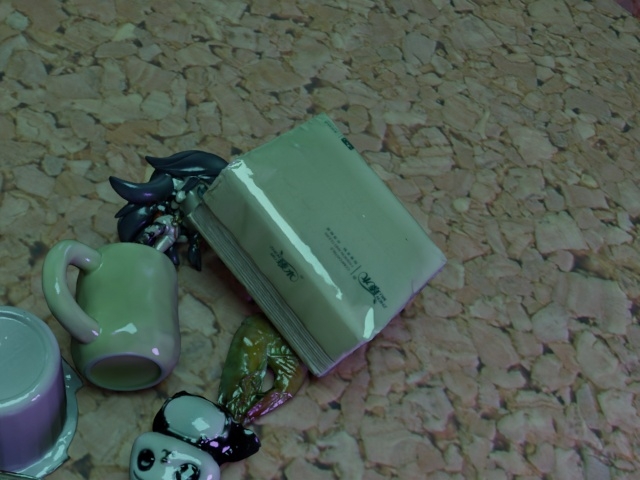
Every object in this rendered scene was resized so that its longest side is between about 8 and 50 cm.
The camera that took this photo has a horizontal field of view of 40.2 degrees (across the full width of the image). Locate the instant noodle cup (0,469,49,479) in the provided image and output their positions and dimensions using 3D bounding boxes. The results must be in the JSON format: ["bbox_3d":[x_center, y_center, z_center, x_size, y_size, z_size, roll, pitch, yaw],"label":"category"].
[{"bbox_3d":[-0.426,0.422,1.175,0.235,0.235,0.178,12,61,-7],"label":"instant noodle cup"}]

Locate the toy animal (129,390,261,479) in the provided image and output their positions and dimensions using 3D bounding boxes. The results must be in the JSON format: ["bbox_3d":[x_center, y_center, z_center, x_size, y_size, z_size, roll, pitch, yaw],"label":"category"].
[{"bbox_3d":[-0.204,0.338,1.342,0.166,0.138,0.179,18,44,19],"label":"toy animal"}]

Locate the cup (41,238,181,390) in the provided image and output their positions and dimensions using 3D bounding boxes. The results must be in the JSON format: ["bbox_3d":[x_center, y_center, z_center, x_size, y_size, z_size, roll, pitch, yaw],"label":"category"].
[{"bbox_3d":[-0.325,0.106,1.412,0.173,0.255,0.202,-9,53,2],"label":"cup"}]

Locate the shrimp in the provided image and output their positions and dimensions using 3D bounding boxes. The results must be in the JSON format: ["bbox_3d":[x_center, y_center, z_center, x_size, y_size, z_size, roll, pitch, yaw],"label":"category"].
[{"bbox_3d":[-0.106,0.238,1.501,0.145,0.061,0.267,30,49,-5],"label":"shrimp"}]

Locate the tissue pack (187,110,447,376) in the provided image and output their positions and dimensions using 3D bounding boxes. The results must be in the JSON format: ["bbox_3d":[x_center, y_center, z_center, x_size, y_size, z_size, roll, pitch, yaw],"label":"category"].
[{"bbox_3d":[0.000,0.000,1.546,0.380,0.207,0.297,50,45,1],"label":"tissue pack"}]

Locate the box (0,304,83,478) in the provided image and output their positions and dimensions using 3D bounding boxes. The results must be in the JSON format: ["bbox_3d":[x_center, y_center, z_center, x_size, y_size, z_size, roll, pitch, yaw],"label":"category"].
[{"bbox_3d":[-0.507,0.212,1.309,0.291,0.206,0.262,10,51,-11],"label":"box"}]

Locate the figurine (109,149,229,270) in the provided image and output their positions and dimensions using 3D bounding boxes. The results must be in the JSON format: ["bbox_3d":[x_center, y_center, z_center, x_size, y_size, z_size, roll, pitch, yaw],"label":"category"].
[{"bbox_3d":[-0.271,-0.063,1.613,0.265,0.175,0.197,-23,58,-38],"label":"figurine"}]
